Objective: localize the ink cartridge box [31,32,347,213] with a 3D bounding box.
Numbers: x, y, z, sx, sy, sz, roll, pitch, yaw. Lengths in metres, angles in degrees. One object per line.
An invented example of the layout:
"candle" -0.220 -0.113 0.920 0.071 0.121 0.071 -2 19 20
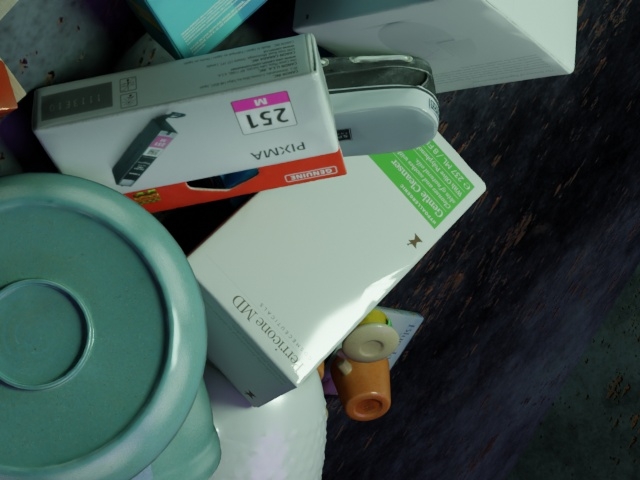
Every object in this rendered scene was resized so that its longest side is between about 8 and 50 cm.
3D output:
"ink cartridge box" -0.118 -0.088 1.148 0.275 0.060 0.239 -11 147 5

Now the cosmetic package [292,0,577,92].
"cosmetic package" 0.129 -0.264 1.229 0.224 0.224 0.138 24 68 -50

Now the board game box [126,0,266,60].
"board game box" -0.105 -0.343 0.997 0.254 0.079 0.336 -43 150 -7

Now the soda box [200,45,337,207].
"soda box" -0.055 -0.141 1.327 0.210 0.067 0.071 -44 150 -15

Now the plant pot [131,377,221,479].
"plant pot" -0.255 0.145 1.180 0.293 0.293 0.196 -17 108 -47

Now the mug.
"mug" -0.147 0.298 1.443 0.374 0.276 0.328 -36 146 -64

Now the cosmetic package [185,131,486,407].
"cosmetic package" 0.000 0.000 1.356 0.365 0.197 0.155 -46 -175 -28

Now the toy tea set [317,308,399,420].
"toy tea set" 0.017 0.156 1.738 0.200 0.124 0.336 -4 136 -7

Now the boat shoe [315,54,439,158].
"boat shoe" -0.028 -0.155 1.224 0.306 0.105 0.113 -6 147 7

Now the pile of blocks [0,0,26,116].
"pile of blocks" -0.295 -0.205 0.857 0.149 0.112 0.362 -31 145 -34

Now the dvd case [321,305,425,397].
"dvd case" 0.073 0.192 1.940 0.180 0.022 0.253 -58 151 10

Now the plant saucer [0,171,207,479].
"plant saucer" -0.261 0.087 1.043 0.317 0.317 0.044 -44 180 -15
